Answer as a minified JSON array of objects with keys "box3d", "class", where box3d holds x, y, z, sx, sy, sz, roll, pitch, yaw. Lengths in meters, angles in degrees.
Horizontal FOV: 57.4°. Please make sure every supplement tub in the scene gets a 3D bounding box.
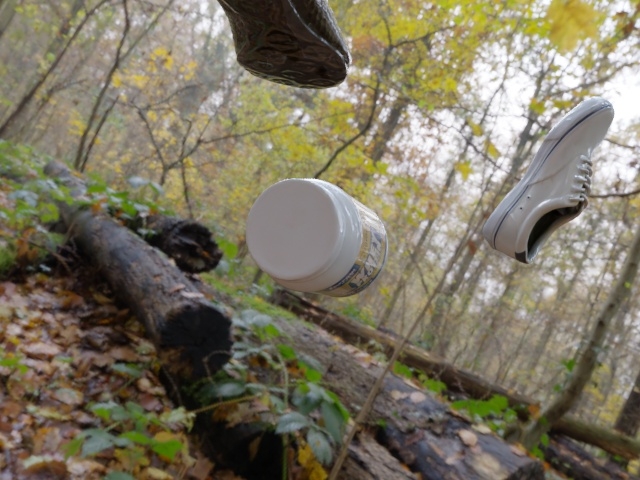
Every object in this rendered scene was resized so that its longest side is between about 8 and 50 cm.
[{"box3d":[0.000,0.000,0.779,0.144,0.145,0.199,25,2,22],"class":"supplement tub"}]

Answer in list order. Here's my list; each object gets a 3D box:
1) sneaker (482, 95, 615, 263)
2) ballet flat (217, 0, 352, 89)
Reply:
[{"box3d":[0.345,-0.078,0.834,0.094,0.258,0.091,19,19,-45],"class":"sneaker"},{"box3d":[-0.032,-0.151,0.356,0.084,0.058,0.250,3,-4,14],"class":"ballet flat"}]
